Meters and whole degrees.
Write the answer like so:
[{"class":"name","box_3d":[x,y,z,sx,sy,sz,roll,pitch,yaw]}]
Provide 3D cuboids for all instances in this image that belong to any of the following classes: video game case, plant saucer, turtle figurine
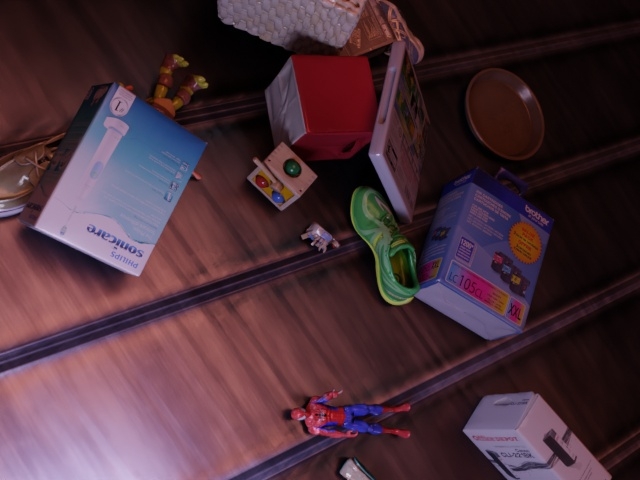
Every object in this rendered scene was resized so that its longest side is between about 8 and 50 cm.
[{"class":"video game case","box_3d":[0.193,-0.244,1.590,0.036,0.329,0.300,4,67,22]},{"class":"plant saucer","box_3d":[0.512,-0.351,1.900,0.277,0.041,0.278,8,72,-24]},{"class":"turtle figurine","box_3d":[-0.327,-0.270,1.436,0.269,0.087,0.217,38,69,-30]}]

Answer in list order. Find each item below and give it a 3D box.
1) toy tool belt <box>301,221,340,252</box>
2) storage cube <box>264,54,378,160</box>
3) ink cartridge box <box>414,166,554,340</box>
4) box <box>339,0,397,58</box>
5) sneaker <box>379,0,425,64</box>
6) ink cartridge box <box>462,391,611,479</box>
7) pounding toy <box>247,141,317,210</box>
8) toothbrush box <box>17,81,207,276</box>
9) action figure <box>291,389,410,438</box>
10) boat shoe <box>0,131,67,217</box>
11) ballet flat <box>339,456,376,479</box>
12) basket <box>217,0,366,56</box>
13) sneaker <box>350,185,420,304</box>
[{"class":"toy tool belt","box_3d":[0.000,0.000,1.549,0.083,0.052,0.051,42,93,-7]},{"class":"storage cube","box_3d":[0.002,-0.301,1.552,0.193,0.183,0.215,-7,80,-26]},{"class":"ink cartridge box","box_3d":[0.412,0.008,1.691,0.270,0.151,0.396,31,63,-16]},{"class":"box","box_3d":[0.063,-0.563,1.702,0.183,0.056,0.231,-25,87,-13]},{"class":"sneaker","box_3d":[0.186,-0.543,1.770,0.211,0.080,0.081,47,58,-6]},{"class":"ink cartridge box","box_3d":[0.496,0.490,1.565,0.273,0.197,0.114,48,61,-6]},{"class":"pounding toy","box_3d":[-0.095,-0.142,1.483,0.130,0.141,0.100,44,62,-9]},{"class":"toothbrush box","box_3d":[-0.386,-0.112,1.271,0.216,0.126,0.296,31,77,-36]},{"class":"action figure","box_3d":[0.080,0.373,1.433,0.280,0.139,0.092,9,71,-21]},{"class":"boat shoe","box_3d":[-0.531,-0.149,1.296,0.302,0.094,0.109,-39,95,-29]},{"class":"ballet flat","box_3d":[0.108,0.535,1.454,0.168,0.057,0.052,45,89,-5]},{"class":"basket","box_3d":[-0.037,-0.602,1.491,0.328,0.331,0.267,21,81,-9]},{"class":"sneaker","box_3d":[0.166,0.002,1.581,0.109,0.123,0.296,-19,84,-29]}]
